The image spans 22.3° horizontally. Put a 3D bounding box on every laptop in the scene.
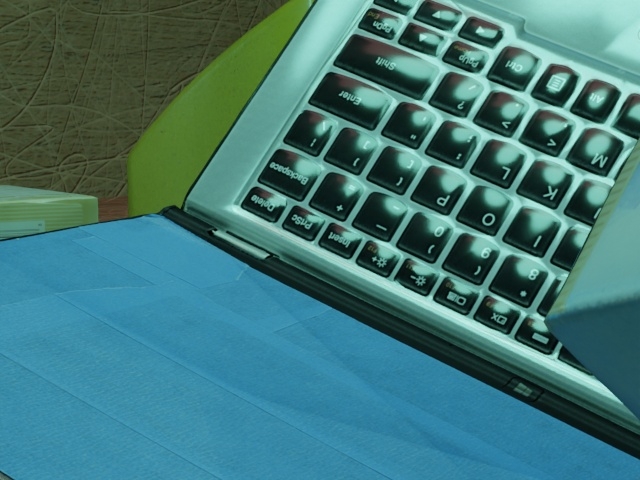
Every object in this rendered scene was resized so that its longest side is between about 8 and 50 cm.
[{"bbox_3d":[0.089,-0.025,0.590,0.382,0.408,0.236,26,-16,25],"label":"laptop"}]

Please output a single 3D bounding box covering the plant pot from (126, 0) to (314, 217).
[{"bbox_3d":[0.000,0.000,0.979,0.187,0.212,0.212,-17,-21,38],"label":"plant pot"}]

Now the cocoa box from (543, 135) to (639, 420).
[{"bbox_3d":[0.265,-0.019,0.308,0.347,0.231,0.228,-17,34,54],"label":"cocoa box"}]

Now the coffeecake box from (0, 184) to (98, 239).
[{"bbox_3d":[-0.196,0.041,0.987,0.068,0.142,0.185,-4,6,-28],"label":"coffeecake box"}]
